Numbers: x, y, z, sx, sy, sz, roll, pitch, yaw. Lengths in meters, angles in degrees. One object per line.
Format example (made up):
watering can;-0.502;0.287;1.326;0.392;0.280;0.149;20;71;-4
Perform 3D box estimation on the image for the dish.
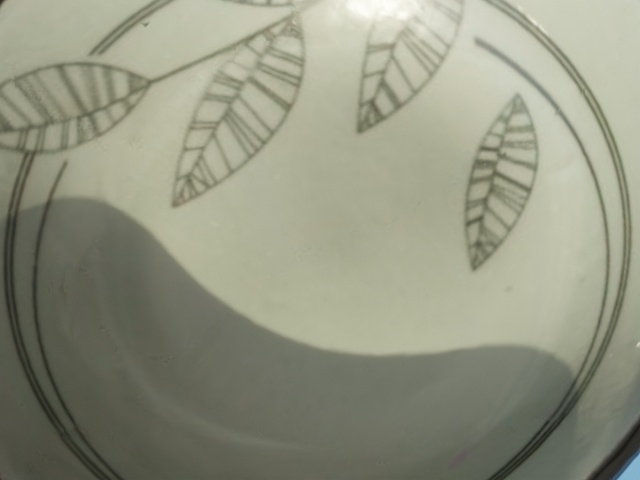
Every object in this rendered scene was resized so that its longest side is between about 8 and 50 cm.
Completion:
dish;0.000;0.000;0.766;0.316;0.316;0.106;25;167;15
